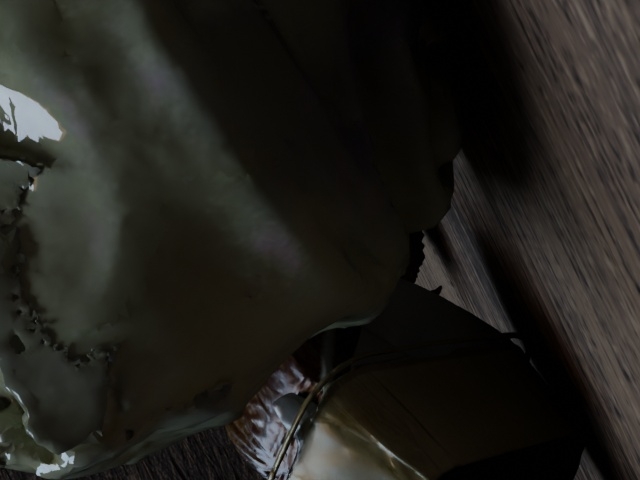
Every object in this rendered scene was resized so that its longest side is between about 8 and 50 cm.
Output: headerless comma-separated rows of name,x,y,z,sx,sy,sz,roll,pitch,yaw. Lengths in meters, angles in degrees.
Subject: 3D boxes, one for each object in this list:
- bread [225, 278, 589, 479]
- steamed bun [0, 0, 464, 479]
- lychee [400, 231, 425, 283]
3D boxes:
bread,0.040,0.111,0.818,0.224,0.142,0.212,-3,-148,-47
steamed bun,-0.046,-0.072,0.613,0.347,0.237,0.394,39,-138,-41
lychee,0.000,0.000,1.118,0.200,0.200,0.238,-120,16,-75
